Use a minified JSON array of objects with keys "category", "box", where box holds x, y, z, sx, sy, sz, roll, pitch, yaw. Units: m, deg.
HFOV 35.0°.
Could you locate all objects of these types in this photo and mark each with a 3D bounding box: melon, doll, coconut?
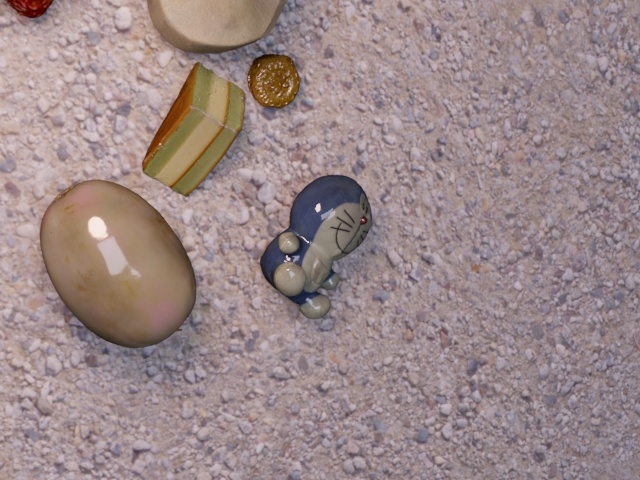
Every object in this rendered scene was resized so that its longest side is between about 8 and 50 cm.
[{"category":"melon","box":[-0.345,0.045,1.743,0.223,0.223,0.317,-41,112,-13]},{"category":"doll","box":[0.000,0.000,1.925,0.258,0.154,0.228,-49,145,-3]},{"category":"coconut","box":[-0.172,-0.440,1.740,0.245,0.247,0.244,-2,96,-22]}]

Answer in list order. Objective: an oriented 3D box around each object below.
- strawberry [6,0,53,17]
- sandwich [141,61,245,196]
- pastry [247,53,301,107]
[{"category":"strawberry","box":[-0.464,-0.504,1.603,0.258,0.261,0.261,39,81,-43]},{"category":"sandwich","box":[-0.236,-0.203,1.872,0.117,0.144,0.187,30,120,-23]},{"category":"pastry","box":[-0.089,-0.300,1.899,0.097,0.057,0.109,33,86,-28]}]
